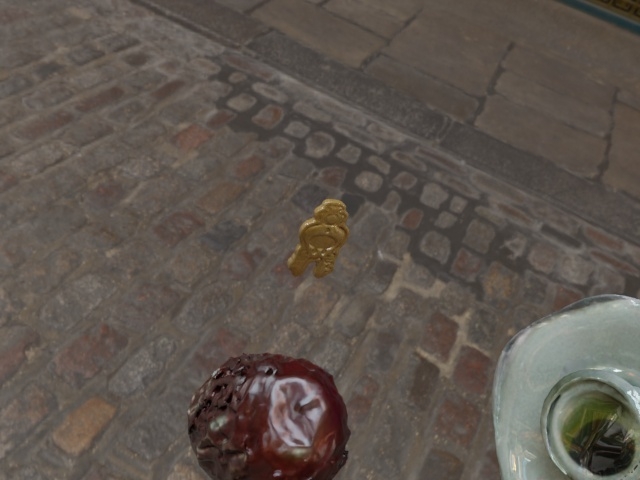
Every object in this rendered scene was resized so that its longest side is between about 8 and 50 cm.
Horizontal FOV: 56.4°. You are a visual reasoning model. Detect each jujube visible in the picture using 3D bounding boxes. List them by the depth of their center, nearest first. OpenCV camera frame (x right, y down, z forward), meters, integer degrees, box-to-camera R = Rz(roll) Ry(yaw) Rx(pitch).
[{"bbox_3d":[-0.094,0.310,0.985,0.258,0.376,0.259,4,75,-14],"label":"jujube"}]

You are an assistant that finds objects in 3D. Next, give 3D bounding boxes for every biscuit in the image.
[{"bbox_3d":[0.003,-0.001,1.590,0.143,0.236,0.040,4,31,-33],"label":"biscuit"}]

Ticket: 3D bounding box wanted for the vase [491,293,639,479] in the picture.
[{"bbox_3d":[0.341,0.181,0.550,0.445,0.250,0.250,18,33,-41],"label":"vase"}]
